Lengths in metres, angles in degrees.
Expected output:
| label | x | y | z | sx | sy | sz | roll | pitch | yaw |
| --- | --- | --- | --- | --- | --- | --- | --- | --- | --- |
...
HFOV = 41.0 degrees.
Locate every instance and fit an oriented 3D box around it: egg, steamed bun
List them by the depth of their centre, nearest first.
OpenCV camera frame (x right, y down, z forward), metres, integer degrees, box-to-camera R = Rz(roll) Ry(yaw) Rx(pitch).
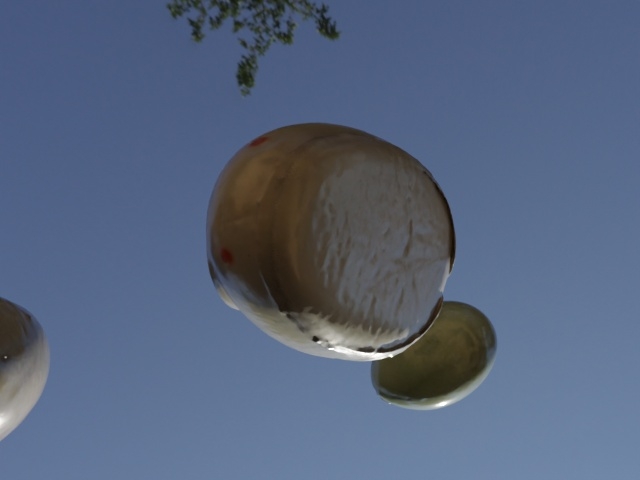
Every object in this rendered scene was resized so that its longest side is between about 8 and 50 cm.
| label | x | y | z | sx | sy | sz | roll | pitch | yaw |
| --- | --- | --- | --- | --- | --- | --- | --- | --- | --- |
| steamed bun | 0.000 | 0.000 | 0.679 | 0.131 | 0.228 | 0.177 | 10 | -99 | 45 |
| egg | 0.127 | 0.131 | 0.965 | 0.152 | 0.114 | 0.114 | -34 | -101 | 6 |

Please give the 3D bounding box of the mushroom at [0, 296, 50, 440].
| label | x | y | z | sx | sy | sz | roll | pitch | yaw |
| --- | --- | --- | --- | --- | --- | --- | --- | --- | --- |
| mushroom | -0.456 | 0.112 | 0.916 | 0.293 | 0.292 | 0.290 | -32 | -98 | 5 |
